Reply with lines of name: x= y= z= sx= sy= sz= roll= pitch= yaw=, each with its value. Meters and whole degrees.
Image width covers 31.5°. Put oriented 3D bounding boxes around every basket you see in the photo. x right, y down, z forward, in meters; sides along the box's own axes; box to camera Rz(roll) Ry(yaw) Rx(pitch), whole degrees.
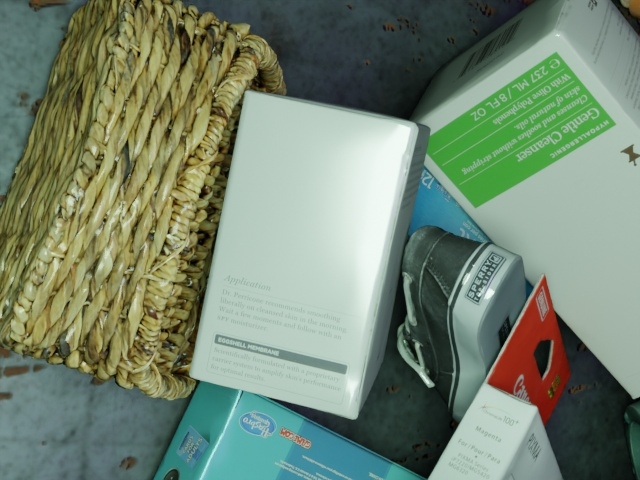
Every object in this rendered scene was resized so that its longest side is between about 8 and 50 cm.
basket: x=-0.120 y=-0.028 z=0.913 sx=0.223 sy=0.213 sz=0.299 roll=23 pitch=80 yaw=-26

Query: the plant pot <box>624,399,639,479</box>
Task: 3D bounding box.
plant pot: x=0.441 y=0.234 z=1.197 sx=0.196 sy=0.293 sz=0.293 roll=-14 pitch=98 yaw=1

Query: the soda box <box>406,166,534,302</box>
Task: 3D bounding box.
soda box: x=0.142 y=0.010 z=1.132 sx=0.210 sy=0.067 sz=0.071 roll=38 pitch=75 yaw=-23

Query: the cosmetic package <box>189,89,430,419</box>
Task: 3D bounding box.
cosmetic package: x=0.000 y=0.000 z=0.936 sx=0.138 sy=0.224 sz=0.225 roll=14 pitch=96 yaw=7

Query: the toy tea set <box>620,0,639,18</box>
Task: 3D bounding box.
toy tea set: x=0.440 y=-0.385 z=1.262 sx=0.336 sy=0.124 sz=0.200 roll=-40 pitch=144 yaw=-20

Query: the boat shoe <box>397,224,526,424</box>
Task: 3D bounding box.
boat shoe: x=0.123 y=0.085 z=1.056 sx=0.113 sy=0.105 sz=0.306 roll=-56 pitch=157 yaw=-15

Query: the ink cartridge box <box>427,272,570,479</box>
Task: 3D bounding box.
ink cartridge box: x=0.197 y=0.194 z=1.086 sx=0.239 sy=0.060 sz=0.275 roll=-57 pitch=152 yaw=-14

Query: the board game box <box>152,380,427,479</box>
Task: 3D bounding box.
board game box: x=-0.062 y=0.324 z=1.018 sx=0.253 sy=0.079 sz=0.336 roll=32 pitch=77 yaw=-29

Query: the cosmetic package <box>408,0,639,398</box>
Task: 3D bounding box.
cosmetic package: x=0.278 y=-0.047 z=1.089 sx=0.365 sy=0.197 sz=0.155 roll=46 pitch=38 yaw=-12
